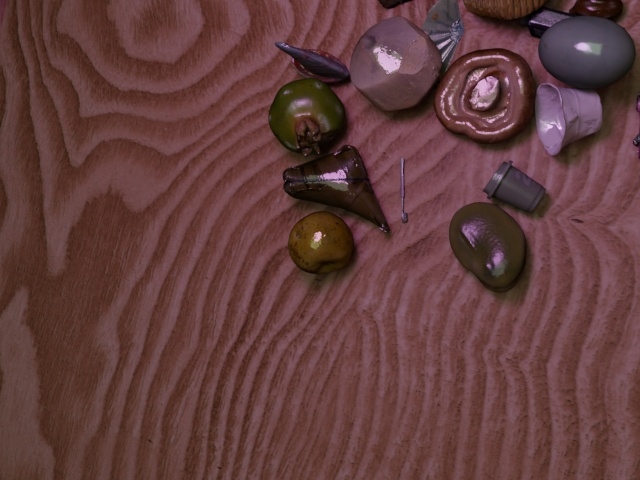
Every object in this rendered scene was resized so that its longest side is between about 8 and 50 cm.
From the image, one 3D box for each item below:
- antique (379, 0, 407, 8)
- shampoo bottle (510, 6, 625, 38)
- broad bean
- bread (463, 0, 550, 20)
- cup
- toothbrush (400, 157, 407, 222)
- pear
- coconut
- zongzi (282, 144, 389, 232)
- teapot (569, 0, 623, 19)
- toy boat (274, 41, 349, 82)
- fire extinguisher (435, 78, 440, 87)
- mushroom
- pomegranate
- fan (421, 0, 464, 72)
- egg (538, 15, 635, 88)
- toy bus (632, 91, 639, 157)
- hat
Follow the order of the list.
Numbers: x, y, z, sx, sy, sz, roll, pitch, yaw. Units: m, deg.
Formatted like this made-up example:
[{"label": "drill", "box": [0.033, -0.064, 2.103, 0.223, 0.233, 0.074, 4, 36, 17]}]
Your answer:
[{"label": "antique", "box": [0.299, -0.800, 1.770, 0.284, 0.125, 0.150, -6, 84, 24]}, {"label": "shampoo bottle", "box": [0.645, -0.569, 1.616, 0.310, 0.098, 0.071, 27, 102, 24]}, {"label": "broad bean", "box": [0.459, 0.010, 1.649, 0.189, 0.121, 0.263, -33, 72, 15]}, {"label": "bread", "box": [0.499, -0.705, 1.619, 0.227, 0.142, 0.253, -45, 42, -15]}, {"label": "cup", "box": [0.526, -0.138, 1.637, 0.141, 0.120, 0.120, 35, 101, 12]}, {"label": "toothbrush", "box": [0.247, -0.150, 1.811, 0.017, 0.014, 0.194, -5, 84, 24]}, {"label": "pear", "box": [0.000, 0.000, 1.815, 0.197, 0.197, 0.197, -2, 86, 24]}, {"label": "coconut", "box": [0.208, -0.504, 1.711, 0.245, 0.247, 0.244, -16, 61, 31]}, {"label": "zongzi", "box": [0.040, -0.117, 1.826, 0.260, 0.123, 0.289, -19, 81, 5]}, {"label": "teapot", "box": [0.725, -0.607, 1.596, 0.129, 0.078, 0.098, 7, 46, 14]}, {"label": "toy boat", "box": [-0.029, -0.543, 1.815, 0.206, 0.282, 0.096, 26, 99, 24]}, {"label": "fire extinguisher", "box": [0.314, -0.456, 1.796, 0.083, 0.025, 0.038, -20, 101, 22]}, {"label": "mushroom", "box": [0.453, -0.392, 1.666, 0.278, 0.146, 0.278, 4, 99, 26]}, {"label": "pomegranate", "box": [-0.045, -0.357, 1.810, 0.236, 0.302, 0.235, 1, 120, 2]}, {"label": "fan", "box": [0.361, -0.615, 1.796, 0.131, 0.009, 0.240, 5, 89, 27]}, {"label": "egg", "box": [0.649, -0.462, 1.486, 0.231, 0.168, 0.168, 27, 98, 32]}, {"label": "toy bus", "box": [0.845, -0.310, 1.530, 0.090, 0.063, 0.203, 3, 90, 21]}, {"label": "hat", "box": [0.649, -0.326, 1.571, 0.126, 0.203, 0.203, -12, 81, 0]}]
